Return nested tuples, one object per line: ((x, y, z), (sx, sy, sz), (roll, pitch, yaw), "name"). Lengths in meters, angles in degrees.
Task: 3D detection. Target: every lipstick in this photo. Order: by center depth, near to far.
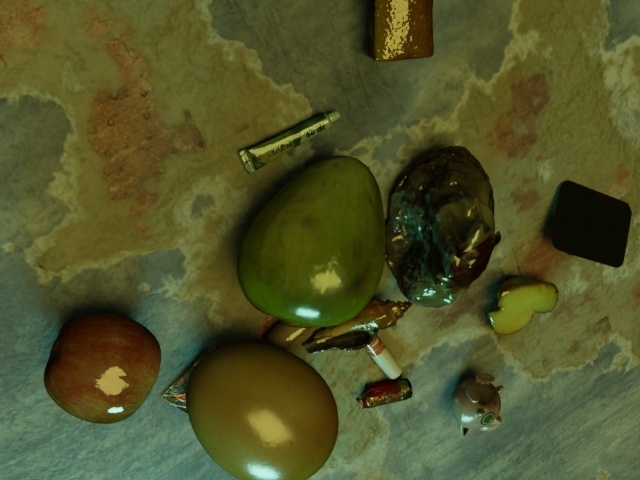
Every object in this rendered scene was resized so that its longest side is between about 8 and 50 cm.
((0.132, 0.250, 1.473), (0.038, 0.038, 0.131), (-39, 119, -6), "lipstick")

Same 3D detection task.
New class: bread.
((0.143, -0.414, 1.206), (0.132, 0.103, 0.172), (-10, 112, -16), "bread")
((0.468, 0.149, 1.574), (0.187, 0.065, 0.149), (-4, 120, -25), "bread")

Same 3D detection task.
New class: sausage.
((0.015, 0.116, 1.363), (0.301, 0.066, 0.066), (-43, 119, -2), "sausage")

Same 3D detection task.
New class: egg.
((-0.111, 0.326, 1.275), (0.322, 0.250, 0.250), (40, 90, -27), "egg")

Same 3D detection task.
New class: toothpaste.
((-0.053, -0.189, 1.243), (0.204, 0.031, 0.049), (-29, 117, -9), "toothpaste")

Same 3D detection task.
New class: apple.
((-0.377, 0.217, 1.159), (0.174, 0.188, 0.188), (23, 98, -24), "apple")

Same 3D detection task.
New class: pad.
((0.614, 0.040, 1.597), (0.250, 0.055, 0.323), (15, 102, -27), "pad")

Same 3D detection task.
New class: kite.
((-0.258, 0.304, 1.341), (0.125, 0.008, 0.222), (-5, 110, -21), "kite")

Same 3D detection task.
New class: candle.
((0.139, 0.343, 1.502), (0.130, 0.052, 0.052), (-8, 111, -22), "candle")

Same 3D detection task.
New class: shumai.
((0.275, -0.002, 1.308), (0.217, 0.283, 0.346), (4, 104, -23), "shumai")

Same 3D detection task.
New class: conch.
((0.081, 0.177, 1.409), (0.232, 0.080, 0.086), (-35, 96, 16), "conch")

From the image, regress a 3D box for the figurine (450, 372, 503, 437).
((0.368, 0.385, 1.575), (0.125, 0.125, 0.138), (-16, 125, -17), "figurine")

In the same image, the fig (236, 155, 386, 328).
((0.000, 0.000, 1.214), (0.258, 0.258, 0.326), (27, 83, -29), "fig")
